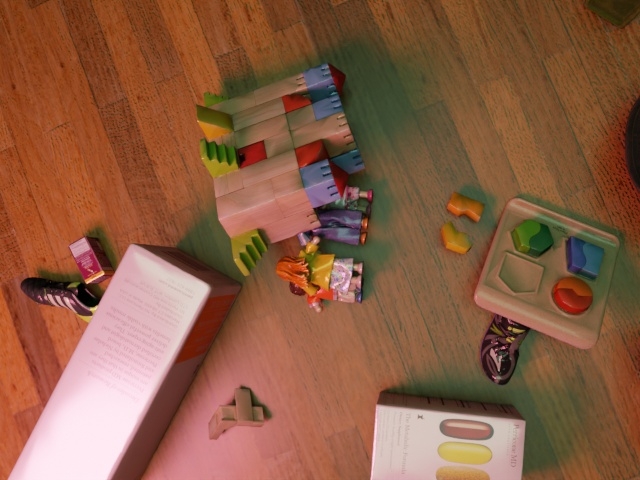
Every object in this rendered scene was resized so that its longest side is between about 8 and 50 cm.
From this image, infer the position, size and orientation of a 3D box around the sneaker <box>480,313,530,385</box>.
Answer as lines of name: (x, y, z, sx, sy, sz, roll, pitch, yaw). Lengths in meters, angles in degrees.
sneaker: (0.327, 0.160, 1.235, 0.067, 0.078, 0.188, 16, 90, 8)

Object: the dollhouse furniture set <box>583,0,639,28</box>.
dollhouse furniture set: (0.638, -0.428, 1.189, 0.302, 0.151, 0.197, 34, 92, 7)

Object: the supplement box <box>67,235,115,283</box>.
supplement box: (-0.437, 0.038, 1.350, 0.043, 0.055, 0.083, -28, 83, 5)

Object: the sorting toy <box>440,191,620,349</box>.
sorting toy: (0.351, 0.028, 1.215, 0.307, 0.041, 0.229, 23, 62, 8)

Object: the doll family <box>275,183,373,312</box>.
doll family: (0.000, 0.000, 1.264, 0.163, 0.118, 0.262, 6, 88, 8)

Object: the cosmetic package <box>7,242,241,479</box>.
cosmetic package: (-0.331, 0.240, 1.240, 0.162, 0.230, 0.453, 28, 92, 7)

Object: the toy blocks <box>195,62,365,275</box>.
toy blocks: (-0.050, -0.151, 1.214, 0.261, 0.190, 0.381, -19, 49, 6)

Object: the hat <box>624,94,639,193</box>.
hat: (0.637, -0.117, 1.184, 0.332, 0.134, 0.331, 1, 71, -3)

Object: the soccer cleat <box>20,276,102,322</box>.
soccer cleat: (-0.484, 0.100, 1.343, 0.179, 0.060, 0.072, 22, 125, 3)

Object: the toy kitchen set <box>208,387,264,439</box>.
toy kitchen set: (-0.159, 0.325, 1.317, 0.083, 0.075, 0.068, 10, 46, -24)

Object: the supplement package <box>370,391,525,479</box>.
supplement package: (0.215, 0.348, 1.212, 0.244, 0.134, 0.138, 4, 88, 7)
